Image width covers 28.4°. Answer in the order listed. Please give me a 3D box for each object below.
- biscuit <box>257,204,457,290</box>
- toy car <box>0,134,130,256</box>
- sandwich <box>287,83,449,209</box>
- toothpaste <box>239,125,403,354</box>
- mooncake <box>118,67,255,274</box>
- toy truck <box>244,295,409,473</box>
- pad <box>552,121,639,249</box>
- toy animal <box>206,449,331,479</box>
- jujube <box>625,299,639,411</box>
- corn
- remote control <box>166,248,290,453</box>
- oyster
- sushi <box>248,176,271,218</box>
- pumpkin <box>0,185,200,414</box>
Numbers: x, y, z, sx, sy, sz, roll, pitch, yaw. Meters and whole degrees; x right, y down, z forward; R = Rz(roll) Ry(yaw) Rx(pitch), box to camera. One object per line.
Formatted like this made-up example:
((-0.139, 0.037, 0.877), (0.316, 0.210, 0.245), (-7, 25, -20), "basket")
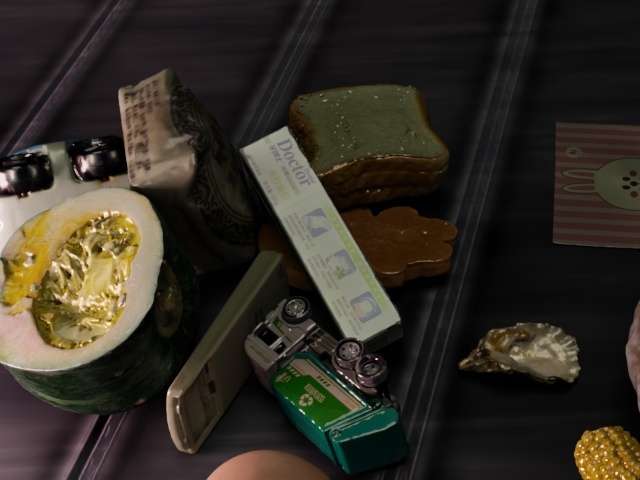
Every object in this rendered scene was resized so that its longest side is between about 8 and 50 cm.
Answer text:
((0.052, 0.007, 1.821), (0.289, 0.044, 0.202), (2, 35, 6), "biscuit")
((-0.376, -0.054, 1.836), (0.255, 0.188, 0.190), (-14, 15, -16), "toy car")
((0.071, -0.152, 1.943), (0.226, 0.087, 0.251), (-4, 35, -8), "sandwich")
((0.000, 0.000, 1.723), (0.081, 0.067, 0.336), (-27, 67, -6), "toothpaste")
((-0.181, -0.092, 1.801), (0.136, 0.250, 0.254), (-22, 46, 9), "mooncake")
((0.011, 0.182, 1.584), (0.124, 0.114, 0.253), (-40, 51, -19), "toy truck")
((0.455, -0.088, 1.921), (0.202, 0.005, 0.299), (4, 42, 9), "pad")
((-0.057, 0.371, 1.256), (0.237, 0.269, 0.326), (1, 45, -1), "toy animal")
((0.485, 0.162, 1.490), (0.226, 0.226, 0.317), (-3, 36, 2), "jujube")
((0.384, 0.332, 1.386), (0.101, 0.101, 0.310), (-17, 40, -14), "corn")
((-0.119, 0.140, 1.634), (0.038, 0.123, 0.285), (14, 47, 22), "remote control")
((0.270, 0.152, 1.638), (0.146, 0.045, 0.122), (-25, 42, -31), "oyster")
((-0.067, -0.091, 1.876), (0.078, 0.090, 0.150), (-17, 25, -2), "sushi")
((-0.283, 0.099, 1.644), (0.263, 0.197, 0.293), (-9, 47, 16), "pumpkin")
